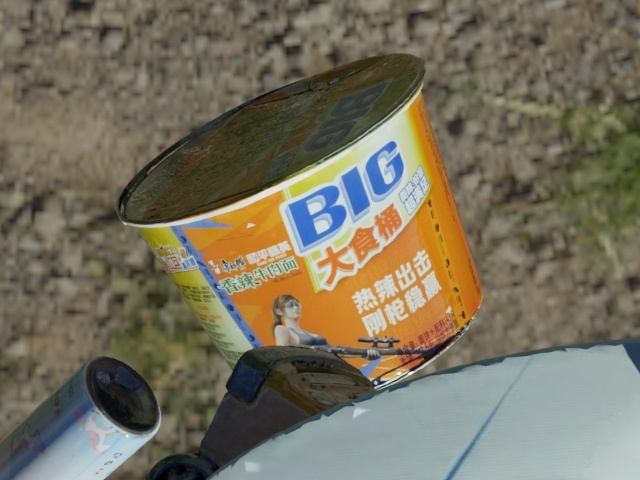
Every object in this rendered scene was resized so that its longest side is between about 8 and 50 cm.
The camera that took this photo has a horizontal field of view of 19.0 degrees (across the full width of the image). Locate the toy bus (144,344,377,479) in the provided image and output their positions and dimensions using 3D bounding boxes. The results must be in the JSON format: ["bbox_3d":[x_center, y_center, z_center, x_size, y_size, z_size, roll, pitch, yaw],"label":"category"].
[{"bbox_3d":[-0.018,0.136,0.670,0.182,0.103,0.091,-63,154,7],"label":"toy bus"}]

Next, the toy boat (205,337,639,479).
[{"bbox_3d":[0.063,0.114,0.506,0.291,0.070,0.210,-29,103,18],"label":"toy boat"}]

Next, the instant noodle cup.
[{"bbox_3d":[0.000,0.000,1.636,0.296,0.296,0.214,-21,108,16],"label":"instant noodle cup"}]

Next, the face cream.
[{"bbox_3d":[-0.217,0.179,1.430,0.075,0.075,0.229,30,122,-31],"label":"face cream"}]
